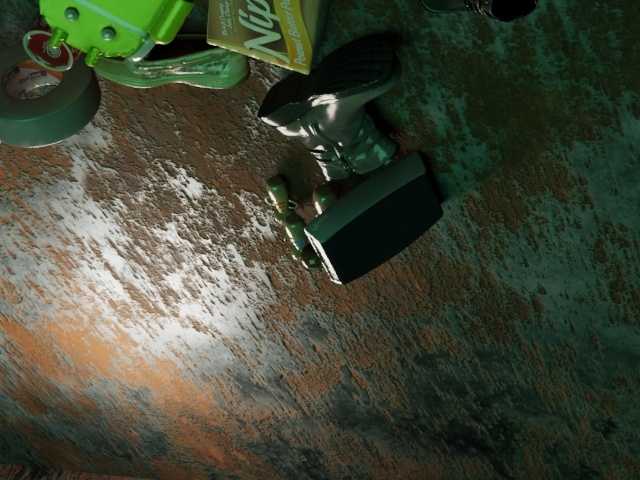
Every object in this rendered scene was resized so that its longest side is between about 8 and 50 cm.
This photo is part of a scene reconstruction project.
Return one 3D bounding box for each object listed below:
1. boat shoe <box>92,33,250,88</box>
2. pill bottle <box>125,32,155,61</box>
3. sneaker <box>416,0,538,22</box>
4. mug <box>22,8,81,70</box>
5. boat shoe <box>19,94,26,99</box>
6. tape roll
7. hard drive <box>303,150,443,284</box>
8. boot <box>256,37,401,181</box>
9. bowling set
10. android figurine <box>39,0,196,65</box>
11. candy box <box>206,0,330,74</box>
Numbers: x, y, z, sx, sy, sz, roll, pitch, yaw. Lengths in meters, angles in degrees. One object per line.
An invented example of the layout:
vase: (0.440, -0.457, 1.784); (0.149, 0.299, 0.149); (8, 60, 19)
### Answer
boat shoe: (-0.265, -0.331, 1.914); (0.285, 0.104, 0.089); (2, 138, 7)
pill bottle: (-0.366, -0.409, 1.761); (0.246, 0.136, 0.136); (33, 143, -25)
sneaker: (0.225, -0.365, 1.603); (0.222, 0.118, 0.083); (-12, 134, 37)
mug: (-0.426, -0.367, 1.873); (0.113, 0.169, 0.150); (8, 143, 15)
boat shoe: (-0.738, -0.193, 2.266); (0.136, 0.156, 0.367); (39, 140, -24)
tape roll: (-0.517, -0.273, 1.999); (0.219, 0.219, 0.072); (10, 144, 14)
hard drive: (0.107, -0.034, 2.015); (0.054, 0.255, 0.172); (47, 169, 46)
boot: (0.069, -0.218, 1.899); (0.223, 0.118, 0.338); (38, 152, -28)
bowling set: (0.000, 0.000, 2.139); (0.287, 0.200, 0.154); (11, 145, 20)
android figurine: (-0.322, -0.386, 1.658); (0.248, 0.056, 0.273); (27, 121, -22)
candy box: (-0.074, -0.419, 1.703); (0.183, 0.087, 0.316); (19, 145, 5)
